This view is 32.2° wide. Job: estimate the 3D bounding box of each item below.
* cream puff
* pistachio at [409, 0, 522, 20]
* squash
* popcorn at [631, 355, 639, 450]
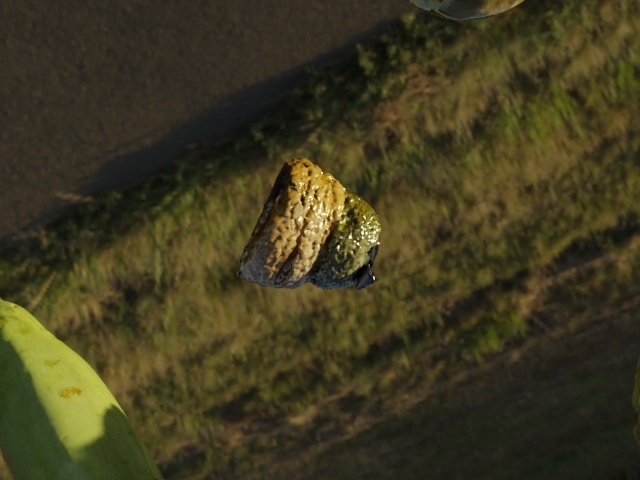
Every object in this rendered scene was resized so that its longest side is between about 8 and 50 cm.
[{"bbox_3d":[0.000,0.000,1.427,0.169,0.183,0.183,25,148,-2],"label":"cream puff"},{"bbox_3d":[0.188,-0.329,1.372,0.189,0.110,0.100,-5,180,1],"label":"pistachio"},{"bbox_3d":[-0.222,0.179,0.974,0.118,0.370,0.118,-26,144,-21],"label":"squash"},{"bbox_3d":[0.342,0.137,0.847,0.181,0.235,0.217,3,-171,3],"label":"popcorn"}]
